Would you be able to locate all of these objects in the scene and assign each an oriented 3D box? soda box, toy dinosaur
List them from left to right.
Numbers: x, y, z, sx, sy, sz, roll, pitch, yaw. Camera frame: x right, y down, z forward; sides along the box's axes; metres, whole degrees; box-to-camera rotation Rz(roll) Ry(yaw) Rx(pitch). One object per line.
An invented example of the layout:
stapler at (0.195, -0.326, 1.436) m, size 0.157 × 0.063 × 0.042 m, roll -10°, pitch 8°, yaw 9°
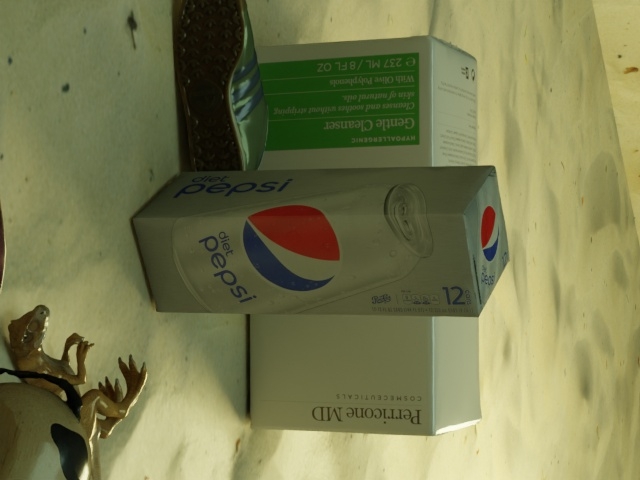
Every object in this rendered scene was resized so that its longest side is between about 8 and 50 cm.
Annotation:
toy dinosaur at (-0.177, 0.140, 1.059) m, size 0.112 × 0.064 × 0.212 m, roll -31°, pitch 110°, yaw -44°
soda box at (0.000, 0.000, 1.172) m, size 0.098 × 0.286 × 0.091 m, roll -51°, pitch 136°, yaw -55°

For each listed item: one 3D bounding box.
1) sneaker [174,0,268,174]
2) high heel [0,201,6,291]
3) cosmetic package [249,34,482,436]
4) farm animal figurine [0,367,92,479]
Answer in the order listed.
sneaker at (-0.083, -0.137, 1.280) m, size 0.086 × 0.064 × 0.192 m, roll -18°, pitch 107°, yaw -74°
high heel at (-0.289, -0.070, 0.773) m, size 0.181 × 0.127 × 0.377 m, roll -31°, pitch 126°, yaw -32°
cosmetic package at (0.045, -0.001, 1.403) m, size 0.155 × 0.196 × 0.366 m, roll 5°, pitch 83°, yaw -67°
farm animal figurine at (-0.193, 0.230, 0.850) m, size 0.330 × 0.172 × 0.327 m, roll 24°, pitch 67°, yaw -65°
